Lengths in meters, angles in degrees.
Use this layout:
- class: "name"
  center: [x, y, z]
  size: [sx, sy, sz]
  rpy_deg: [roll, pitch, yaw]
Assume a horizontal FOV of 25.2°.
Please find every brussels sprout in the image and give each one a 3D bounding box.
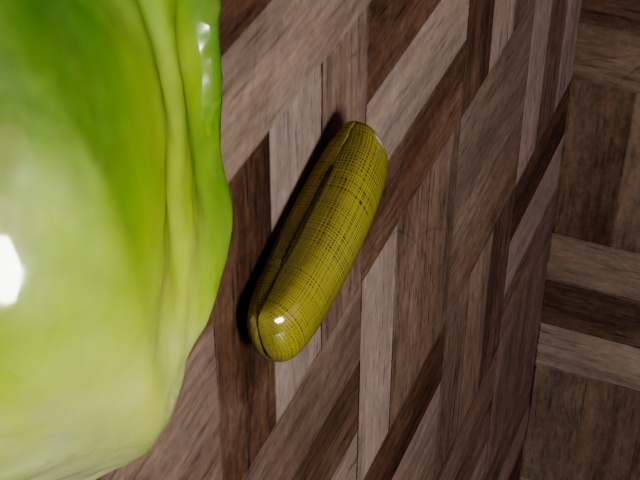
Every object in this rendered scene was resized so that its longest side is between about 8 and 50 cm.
- class: "brussels sprout"
  center: [-0.151, -0.047, 0.465]
  size: [0.259, 0.227, 0.294]
  rpy_deg: [-50, 134, -46]

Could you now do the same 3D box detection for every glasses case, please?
- class: "glasses case"
  center: [0.000, 0.000, 1.233]
  size: [0.234, 0.064, 0.079]
  rpy_deg: [-63, 152, -31]
